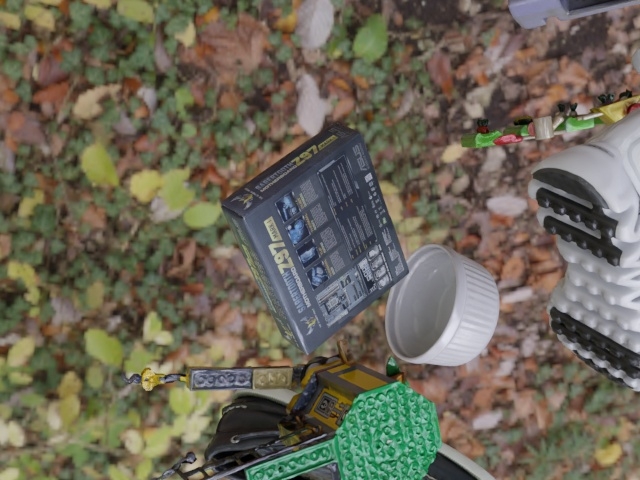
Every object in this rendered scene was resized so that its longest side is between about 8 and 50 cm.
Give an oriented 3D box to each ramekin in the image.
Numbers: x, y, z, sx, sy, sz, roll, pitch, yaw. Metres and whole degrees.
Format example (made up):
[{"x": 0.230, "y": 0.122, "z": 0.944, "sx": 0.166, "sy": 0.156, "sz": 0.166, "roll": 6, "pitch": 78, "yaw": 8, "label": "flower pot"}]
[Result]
[{"x": 0.211, "y": 0.117, "z": 1.681, "sx": 0.109, "sy": 0.207, "sz": 0.207, "roll": 18, "pitch": 141, "yaw": -27, "label": "ramekin"}]

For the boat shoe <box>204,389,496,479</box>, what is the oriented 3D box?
[{"x": 0.024, "y": 0.247, "z": 1.011, "sx": 0.340, "sy": 0.113, "sz": 0.127, "roll": 20, "pitch": 135, "yaw": 27, "label": "boat shoe"}]

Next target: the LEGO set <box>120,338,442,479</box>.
[{"x": -0.086, "y": 0.192, "z": 0.557, "sx": 0.331, "sy": 0.255, "sz": 0.192, "roll": -25, "pitch": -166, "yaw": -20, "label": "LEGO set"}]

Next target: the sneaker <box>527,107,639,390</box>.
[{"x": 0.251, "y": 0.017, "z": 0.798, "sx": 0.118, "sy": 0.110, "sz": 0.292, "roll": -42, "pitch": 142, "yaw": -19, "label": "sneaker"}]

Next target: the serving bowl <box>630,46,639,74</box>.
[{"x": 0.294, "y": -0.149, "z": 0.790, "sx": 0.083, "sy": 0.027, "sz": 0.083, "roll": -18, "pitch": 165, "yaw": -5, "label": "serving bowl"}]

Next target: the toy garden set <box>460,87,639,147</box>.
[{"x": 0.341, "y": -0.180, "z": 1.438, "sx": 0.244, "sy": 0.049, "sz": 0.204, "roll": -10, "pitch": -174, "yaw": -2, "label": "toy garden set"}]

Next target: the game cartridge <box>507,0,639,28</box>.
[{"x": 0.351, "y": -0.337, "z": 0.909, "sx": 0.355, "sy": 0.230, "sz": 0.068, "roll": -7, "pitch": 156, "yaw": 33, "label": "game cartridge"}]

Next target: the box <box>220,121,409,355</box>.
[{"x": 0.000, "y": 0.000, "z": 1.214, "sx": 0.183, "sy": 0.059, "sz": 0.232, "roll": -38, "pitch": 128, "yaw": -20, "label": "box"}]
